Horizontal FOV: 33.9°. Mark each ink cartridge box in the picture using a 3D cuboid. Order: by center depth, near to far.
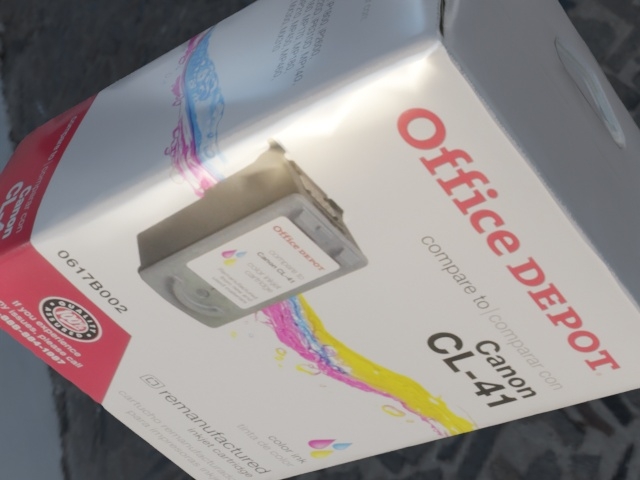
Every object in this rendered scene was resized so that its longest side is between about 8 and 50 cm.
[{"bbox_3d":[0.000,0.000,0.547,0.306,0.226,0.131,-22,36,34],"label":"ink cartridge box"}]
